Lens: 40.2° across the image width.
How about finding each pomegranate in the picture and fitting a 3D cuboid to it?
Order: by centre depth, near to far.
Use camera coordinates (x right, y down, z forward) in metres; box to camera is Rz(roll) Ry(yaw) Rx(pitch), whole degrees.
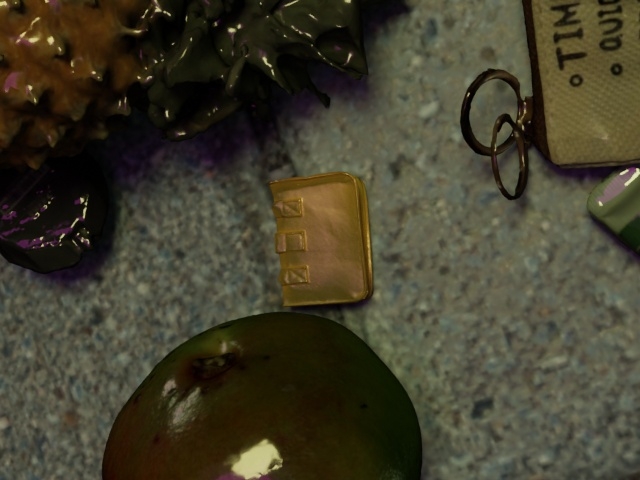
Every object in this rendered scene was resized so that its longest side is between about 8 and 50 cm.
[{"bbox_3d":[-0.019,0.145,0.500,0.180,0.180,0.210,-24,119,14],"label":"pomegranate"}]

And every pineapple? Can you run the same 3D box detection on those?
[{"bbox_3d":[-0.106,-0.120,0.515,0.340,0.169,0.169,-5,88,-8],"label":"pineapple"}]

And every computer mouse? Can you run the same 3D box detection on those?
[{"bbox_3d":[-0.211,-0.046,0.598,0.172,0.057,0.099,43,84,9],"label":"computer mouse"}]

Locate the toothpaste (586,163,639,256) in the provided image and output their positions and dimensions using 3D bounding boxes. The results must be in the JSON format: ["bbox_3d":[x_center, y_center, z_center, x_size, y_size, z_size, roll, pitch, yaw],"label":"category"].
[{"bbox_3d":[0.307,0.090,0.453,0.099,0.061,0.392,-43,75,11],"label":"toothpaste"}]

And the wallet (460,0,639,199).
[{"bbox_3d":[0.201,-0.192,0.436,0.274,0.068,0.335,0,95,33],"label":"wallet"}]

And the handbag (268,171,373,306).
[{"bbox_3d":[0.000,0.000,0.554,0.061,0.027,0.083,-4,90,14],"label":"handbag"}]
